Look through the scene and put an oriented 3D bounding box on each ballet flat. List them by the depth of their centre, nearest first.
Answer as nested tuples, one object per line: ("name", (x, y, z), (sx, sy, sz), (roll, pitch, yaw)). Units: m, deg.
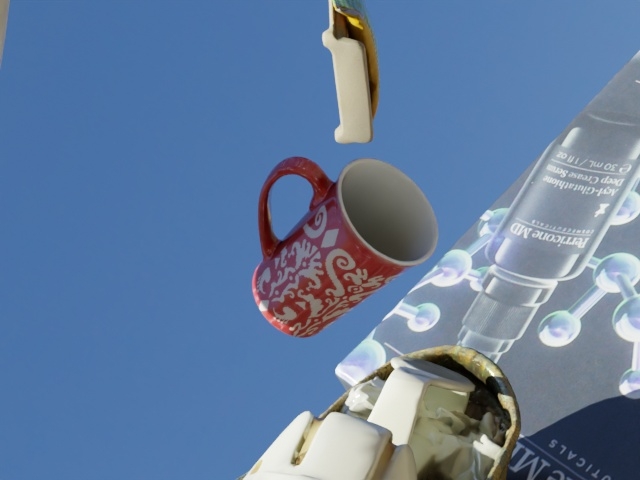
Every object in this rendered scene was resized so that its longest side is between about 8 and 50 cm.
("ballet flat", (0.019, 0.123, 0.623), (0.348, 0.123, 0.123), (-22, -51, -66))

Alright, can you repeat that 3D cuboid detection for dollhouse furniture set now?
("dollhouse furniture set", (0.075, -0.274, 1.415), (0.151, 0.198, 0.301), (-5, -47, 3))

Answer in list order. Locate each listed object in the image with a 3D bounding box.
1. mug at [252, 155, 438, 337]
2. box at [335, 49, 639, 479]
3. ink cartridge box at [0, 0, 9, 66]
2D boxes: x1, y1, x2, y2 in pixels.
("mug", (0.008, -0.001, 1.240), (0.113, 0.150, 0.169), (-20, -17, -45))
("box", (0.265, 0.074, 0.917), (0.395, 0.293, 0.212), (-46, -44, -13))
("ink cartridge box", (-0.352, -0.211, 1.030), (0.128, 0.176, 0.127), (-27, -50, -65))
